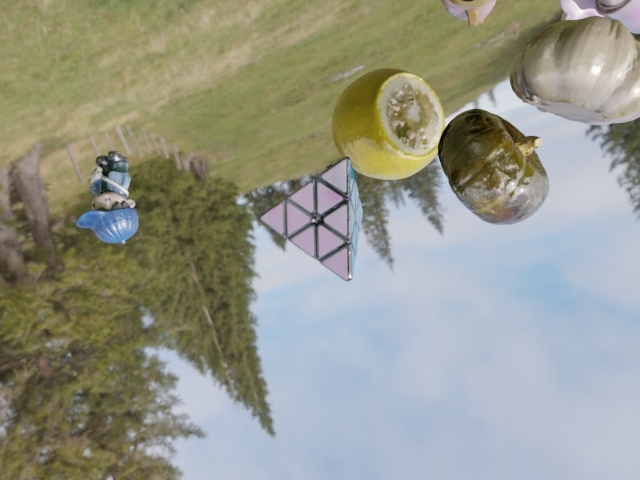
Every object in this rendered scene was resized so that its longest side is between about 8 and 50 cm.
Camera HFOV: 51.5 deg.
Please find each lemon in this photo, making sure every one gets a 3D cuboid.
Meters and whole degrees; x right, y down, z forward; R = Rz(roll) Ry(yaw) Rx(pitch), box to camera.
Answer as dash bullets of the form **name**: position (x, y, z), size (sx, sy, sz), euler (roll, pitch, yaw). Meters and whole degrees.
- **lemon**: position (0.134, -0.247, 1.451), size (0.240, 0.240, 0.219), euler (-25, -171, -32)

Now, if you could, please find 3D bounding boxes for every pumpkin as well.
- **pumpkin**: position (0.303, -0.132, 1.130), size (0.162, 0.219, 0.219), euler (-39, 177, 31)

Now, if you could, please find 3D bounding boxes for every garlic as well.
- **garlic**: position (0.423, -0.270, 1.057), size (0.227, 0.152, 0.228), euler (17, -173, -2)

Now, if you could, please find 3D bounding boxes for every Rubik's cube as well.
- **Rubik's cube**: position (0.000, 0.000, 1.167), size (0.190, 0.178, 0.211), euler (-18, 154, 7)

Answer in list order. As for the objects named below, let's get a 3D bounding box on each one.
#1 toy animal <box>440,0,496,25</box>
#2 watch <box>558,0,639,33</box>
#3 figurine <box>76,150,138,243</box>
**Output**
- **toy animal**: position (0.383, -0.651, 1.681), size (0.169, 0.195, 0.281), euler (0, -172, 2)
- **watch**: position (0.683, -0.558, 1.479), size (0.248, 0.210, 0.217), euler (-61, -161, 23)
- **figurine**: position (-0.337, -0.066, 1.064), size (0.086, 0.149, 0.087), euler (-17, 149, 17)
